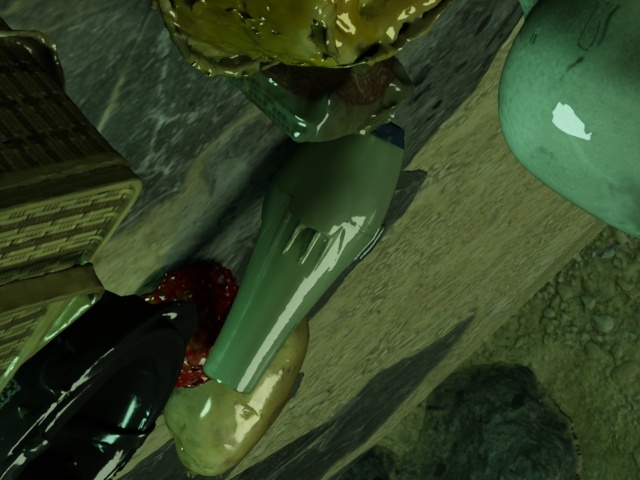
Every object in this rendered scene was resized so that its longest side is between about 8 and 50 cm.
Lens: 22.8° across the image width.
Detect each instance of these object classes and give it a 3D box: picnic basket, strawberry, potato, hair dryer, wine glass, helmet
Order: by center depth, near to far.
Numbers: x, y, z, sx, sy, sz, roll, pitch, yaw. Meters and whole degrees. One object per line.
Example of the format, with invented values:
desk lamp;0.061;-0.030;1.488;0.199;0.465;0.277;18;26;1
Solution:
picnic basket;-0.267;0.028;0.879;0.313;0.175;0.228;-50;163;28
helmet;-0.236;0.123;1.271;0.279;0.160;0.230;-56;163;6
wine glass;0.219;-0.164;1.297;0.238;0.323;0.238;-39;163;-14
hair dryer;-0.019;0.025;1.583;0.296;0.119;0.298;-57;173;-13
strawberry;-0.126;0.090;1.605;0.140;0.085;0.192;-32;158;-37
potato;-0.103;0.170;1.847;0.234;0.128;0.161;-58;174;36

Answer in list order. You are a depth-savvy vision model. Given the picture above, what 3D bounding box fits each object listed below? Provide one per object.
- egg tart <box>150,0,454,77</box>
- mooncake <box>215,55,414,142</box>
egg tart;0.030;-0.210;1.020;0.315;0.120;0.315;-38;159;-18
mooncake;-0.005;-0.131;1.198;0.130;0.125;0.073;-27;149;-52
